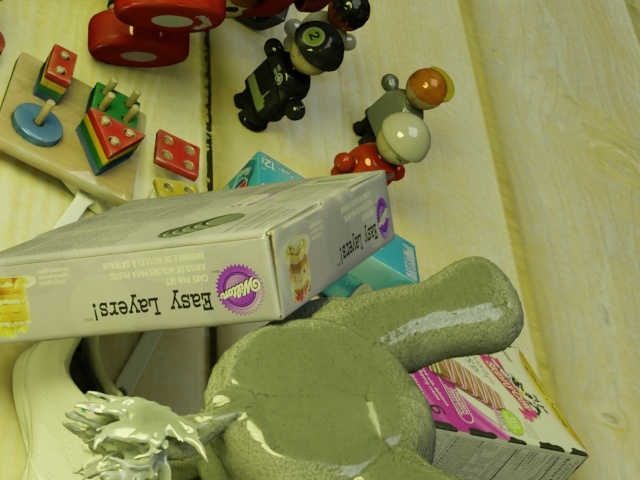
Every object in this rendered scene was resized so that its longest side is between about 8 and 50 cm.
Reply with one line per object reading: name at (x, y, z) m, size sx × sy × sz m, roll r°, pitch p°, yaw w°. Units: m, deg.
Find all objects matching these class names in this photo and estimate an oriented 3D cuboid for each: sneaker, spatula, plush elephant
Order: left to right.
sneaker at (-0.172, 0.156, 0.897) m, size 0.080 × 0.094 × 0.212 m, roll 8°, pitch 54°, yaw -45°
spatula at (-0.182, 0.021, 1.075) m, size 0.168 × 0.019 × 0.242 m, roll 45°, pitch 37°, yaw -17°
plush elephant at (-0.012, 0.190, 0.831) m, size 0.330 × 0.255 × 0.272 m, roll -2°, pitch 47°, yaw -17°

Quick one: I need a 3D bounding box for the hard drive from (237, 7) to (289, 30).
hard drive at (-0.138, -0.361, 1.423) m, size 0.254 × 0.054 × 0.172 m, roll 36°, pitch 39°, yaw -20°

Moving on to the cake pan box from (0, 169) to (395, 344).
cake pan box at (-0.094, 0.006, 0.930) m, size 0.267 × 0.245 × 0.070 m, roll -33°, pitch 117°, yaw -67°

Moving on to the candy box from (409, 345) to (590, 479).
candy box at (0.138, 0.163, 1.210) m, size 0.233 × 0.071 × 0.159 m, roll 17°, pitch 30°, yaw -39°

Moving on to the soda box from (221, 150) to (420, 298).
soda box at (0.000, 0.000, 1.233) m, size 0.210 × 0.071 × 0.067 m, roll 31°, pitch 33°, yaw -25°

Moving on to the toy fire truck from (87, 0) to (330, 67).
toy fire truck at (-0.085, -0.265, 1.178) m, size 0.253 × 0.302 × 0.169 m, roll 4°, pitch 82°, yaw -21°

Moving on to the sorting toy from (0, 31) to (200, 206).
sorting toy at (-0.209, -0.108, 1.101) m, size 0.274 × 0.046 × 0.132 m, roll 27°, pitch 37°, yaw -22°

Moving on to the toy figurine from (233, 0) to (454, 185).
toy figurine at (0.035, -0.166, 1.356) m, size 0.213 × 0.148 × 0.209 m, roll 44°, pitch 36°, yaw -8°
